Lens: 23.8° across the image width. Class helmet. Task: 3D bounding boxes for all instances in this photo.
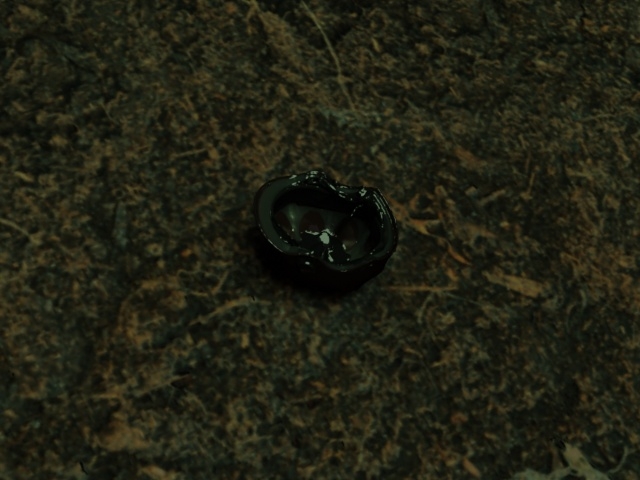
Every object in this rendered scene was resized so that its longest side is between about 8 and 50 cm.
[{"bbox_3d":[0.000,0.000,1.254,0.123,0.070,0.098,9,50,-6],"label":"helmet"}]
